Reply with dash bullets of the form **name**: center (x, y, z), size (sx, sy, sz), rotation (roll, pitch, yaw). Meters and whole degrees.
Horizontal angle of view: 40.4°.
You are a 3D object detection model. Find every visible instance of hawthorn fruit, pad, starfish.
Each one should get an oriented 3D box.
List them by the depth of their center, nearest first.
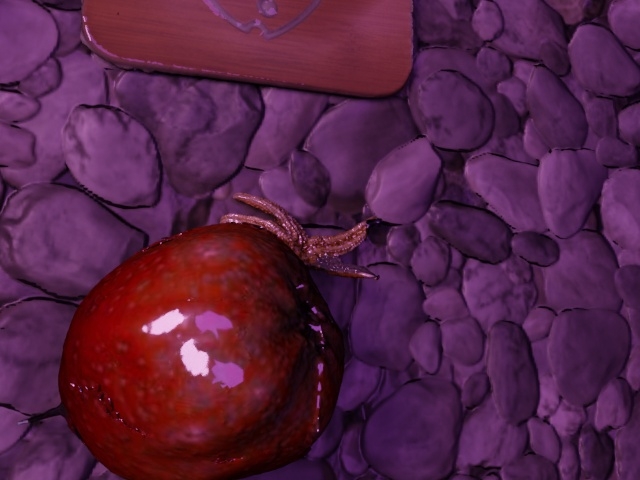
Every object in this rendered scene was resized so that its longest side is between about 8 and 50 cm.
- **hawthorn fruit**: center (-0.104, 0.082, 0.586), size (0.235, 0.181, 0.181), rotation (-15, 85, 15)
- **starfish**: center (0.000, 0.006, 0.695), size (0.130, 0.041, 0.133), rotation (-9, 41, -41)
- **pad**: center (-0.052, -0.267, 0.738), size (0.287, 0.018, 0.283), rotation (4, 79, -19)
